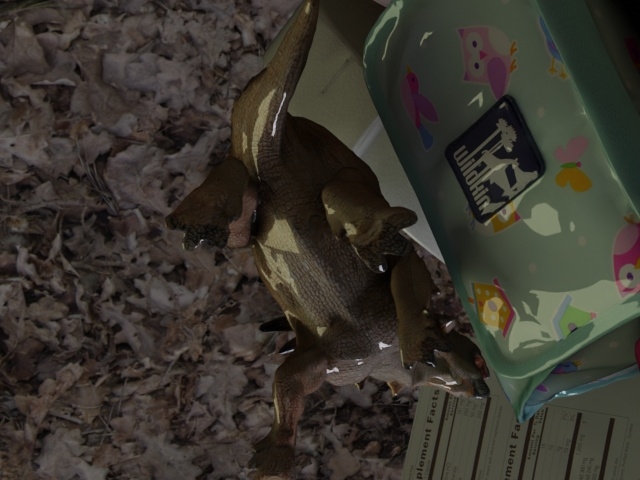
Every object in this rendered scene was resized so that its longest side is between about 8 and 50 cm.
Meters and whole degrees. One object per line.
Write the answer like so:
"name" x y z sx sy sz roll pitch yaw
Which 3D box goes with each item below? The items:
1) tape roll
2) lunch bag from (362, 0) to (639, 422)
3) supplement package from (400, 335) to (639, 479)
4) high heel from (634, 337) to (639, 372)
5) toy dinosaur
"tape roll" 0.130 -0.055 1.134 0.392 0.072 0.392 34 -162 -12
"lunch bag" 0.129 -0.037 0.800 0.262 0.160 0.223 72 177 -75
"supplement package" 0.196 0.153 1.010 0.139 0.244 0.133 25 -105 -50
"high heel" 0.227 0.081 0.795 0.117 0.082 0.244 58 -152 6
"toy dinosaur" 0.000 0.000 0.810 0.200 0.127 0.295 -88 -20 -64
